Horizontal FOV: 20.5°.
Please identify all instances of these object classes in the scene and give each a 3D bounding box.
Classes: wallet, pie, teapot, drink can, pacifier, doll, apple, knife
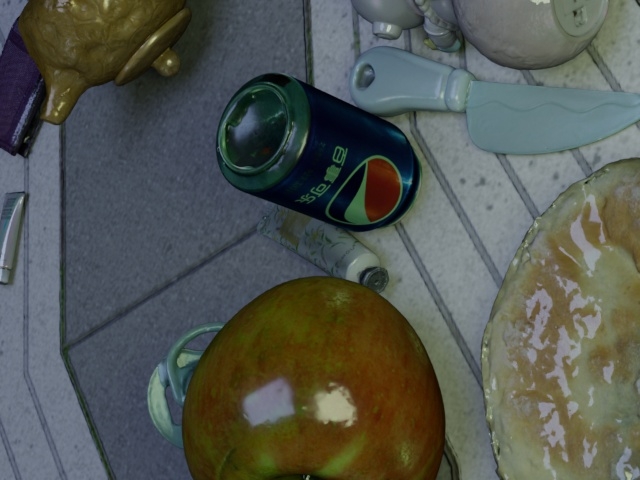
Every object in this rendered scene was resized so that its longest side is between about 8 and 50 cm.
[{"bbox_3d":[-0.365,-0.193,2.153,0.111,0.030,0.166,30,100,41],"label":"wallet"},{"bbox_3d":[0.259,0.095,1.491,0.337,0.075,0.338,-11,75,44],"label":"pie"},{"bbox_3d":[-0.208,-0.253,1.953,0.311,0.167,0.203,-46,4,-7],"label":"teapot"},{"bbox_3d":[0.002,-0.079,1.676,0.118,0.205,0.118,-12,71,37],"label":"drink can"},{"bbox_3d":[-0.105,0.146,1.784,0.116,0.150,0.127,153,95,-79],"label":"pacifier"},{"bbox_3d":[0.132,-0.238,1.650,0.287,0.151,0.151,14,88,46],"label":"doll"},{"bbox_3d":[-0.001,0.157,1.632,0.246,0.246,0.226,-29,31,33],"label":"apple"},{"bbox_3d":[0.158,-0.125,1.668,0.331,0.044,0.080,16,89,40],"label":"knife"}]

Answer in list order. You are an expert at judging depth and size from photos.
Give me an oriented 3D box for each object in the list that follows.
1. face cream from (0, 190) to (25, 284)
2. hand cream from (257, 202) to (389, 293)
[{"bbox_3d":[-0.375,-0.004,2.118,0.038,0.020,0.115,-3,76,42],"label":"face cream"},{"bbox_3d":[0.000,0.000,1.769,0.194,0.042,0.067,36,104,46],"label":"hand cream"}]
